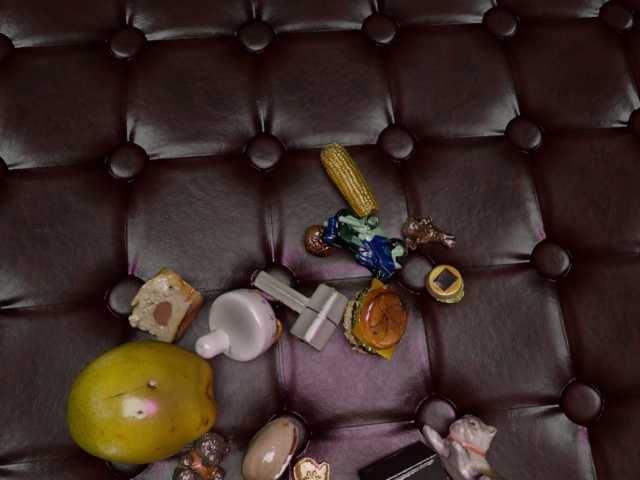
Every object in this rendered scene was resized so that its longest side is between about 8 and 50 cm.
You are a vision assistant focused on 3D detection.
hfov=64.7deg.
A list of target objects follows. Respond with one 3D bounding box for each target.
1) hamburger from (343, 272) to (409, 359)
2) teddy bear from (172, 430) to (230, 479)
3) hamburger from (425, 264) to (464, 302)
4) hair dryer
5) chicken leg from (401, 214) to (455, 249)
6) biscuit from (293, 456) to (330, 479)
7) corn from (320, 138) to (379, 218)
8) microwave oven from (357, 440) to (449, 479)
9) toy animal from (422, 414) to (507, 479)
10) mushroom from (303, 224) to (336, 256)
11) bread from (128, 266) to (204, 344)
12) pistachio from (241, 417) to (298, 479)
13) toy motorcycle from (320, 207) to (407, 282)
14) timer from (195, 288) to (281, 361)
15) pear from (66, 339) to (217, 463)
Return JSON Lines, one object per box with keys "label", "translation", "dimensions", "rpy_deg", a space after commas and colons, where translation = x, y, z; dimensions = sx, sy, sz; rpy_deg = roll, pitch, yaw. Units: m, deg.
{"label": "hamburger", "translation": [0.177, 0.249, 1.653], "dimensions": [0.243, 0.139, 0.261], "rpy_deg": [45, 66, -28]}
{"label": "teddy bear", "translation": [-0.366, 0.687, 1.559], "dimensions": [0.190, 0.140, 0.177], "rpy_deg": [-53, 126, -22]}
{"label": "hamburger", "translation": [0.434, 0.152, 1.752], "dimensions": [0.141, 0.081, 0.126], "rpy_deg": [26, 73, 16]}
{"label": "hair dryer", "translation": [-0.100, 0.198, 1.704], "dimensions": [0.362, 0.128, 0.203], "rpy_deg": [30, 76, 12]}
{"label": "chicken leg", "translation": [0.384, -0.028, 1.803], "dimensions": [0.196, 0.080, 0.125], "rpy_deg": [1, 86, -10]}
{"label": "biscuit", "translation": [-0.018, 0.751, 1.606], "dimensions": [0.118, 0.023, 0.140], "rpy_deg": [-42, 81, -11]}
{"label": "corn", "translation": [0.100, -0.221, 1.815], "dimensions": [0.115, 0.115, 0.317], "rpy_deg": [-30, 80, -10]}
{"label": "microwave oven", "translation": [0.262, 0.755, 1.540], "dimensions": [0.248, 0.188, 0.178], "rpy_deg": [-22, 83, -12]}
{"label": "toy animal", "translation": [0.506, 0.685, 1.550], "dimensions": [0.188, 0.308, 0.266], "rpy_deg": [-22, 100, -28]}
{"label": "mushroom", "translation": [0.002, -0.001, 1.765], "dimensions": [0.126, 0.085, 0.109], "rpy_deg": [5, 74, -12]}
{"label": "bread", "translation": [-0.498, 0.206, 1.623], "dimensions": [0.184, 0.211, 0.224], "rpy_deg": [33, 71, -2]}
{"label": "pistachio", "translation": [-0.158, 0.659, 1.573], "dimensions": [0.223, 0.126, 0.152], "rpy_deg": [-46, 47, -13]}
{"label": "toy motorcycle", "translation": [0.157, 0.026, 1.725], "dimensions": [0.331, 0.125, 0.196], "rpy_deg": [29, 68, -22]}
{"label": "timer", "translation": [-0.264, 0.275, 1.604], "dimensions": [0.234, 0.240, 0.233], "rpy_deg": [7, 104, 31]}
{"label": "pear", "translation": [-0.518, 0.465, 1.483], "dimensions": [0.419, 0.362, 0.362], "rpy_deg": [-5, 76, -1]}
